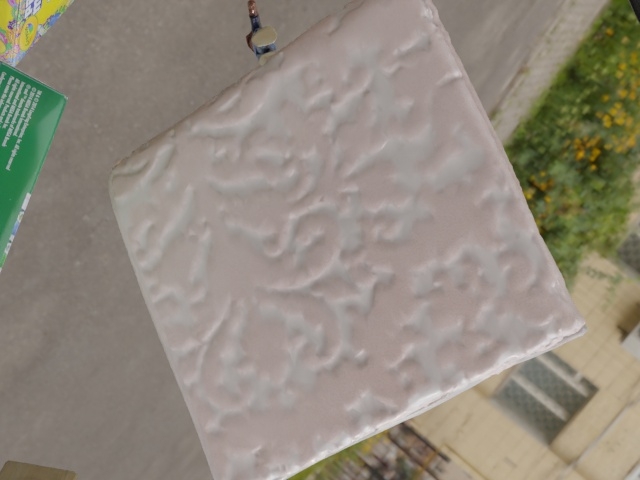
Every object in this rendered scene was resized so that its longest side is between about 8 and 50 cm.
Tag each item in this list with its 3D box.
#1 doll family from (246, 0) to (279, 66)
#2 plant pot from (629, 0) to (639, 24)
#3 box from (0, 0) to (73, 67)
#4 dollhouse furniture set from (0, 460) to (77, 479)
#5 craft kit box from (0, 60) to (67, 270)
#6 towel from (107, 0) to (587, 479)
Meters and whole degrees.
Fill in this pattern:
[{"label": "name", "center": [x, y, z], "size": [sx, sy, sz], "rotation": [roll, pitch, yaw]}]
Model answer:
[{"label": "doll family", "center": [-0.033, -0.138, 0.889], "size": [0.111, 0.076, 0.193], "rotation": [-100, -175, -72]}, {"label": "plant pot", "center": [0.168, -0.195, 0.254], "size": [0.188, 0.167, 0.187], "rotation": [-46, -160, -16]}, {"label": "box", "center": [-0.383, -0.396, 0.994], "size": [0.279, 0.290, 0.177], "rotation": [-65, -173, -35]}, {"label": "dollhouse furniture set", "center": [-0.295, 0.281, 0.792], "size": [0.242, 0.212, 0.161], "rotation": [-75, 171, -52]}, {"label": "craft kit box", "center": [-0.283, 0.025, 0.638], "size": [0.246, 0.061, 0.250], "rotation": [-11, -123, 52]}, {"label": "towel", "center": [0.000, 0.000, 0.725], "size": [0.332, 0.317, 0.053], "rotation": [-30, 163, 22]}]
